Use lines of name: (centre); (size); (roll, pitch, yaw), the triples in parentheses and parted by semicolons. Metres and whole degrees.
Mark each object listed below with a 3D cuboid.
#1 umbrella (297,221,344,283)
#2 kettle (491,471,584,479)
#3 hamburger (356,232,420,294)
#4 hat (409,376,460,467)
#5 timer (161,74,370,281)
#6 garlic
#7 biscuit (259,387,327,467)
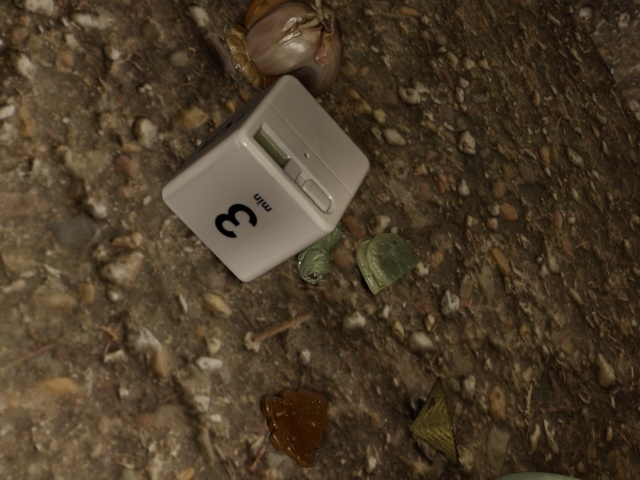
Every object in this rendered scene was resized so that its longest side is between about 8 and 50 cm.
umbrella: (0.000, 0.000, 1.604); (0.067, 0.062, 0.143); (16, 55, -1)
kettle: (0.331, 0.567, 1.481); (0.319, 0.247, 0.342); (61, 39, -41)
hamburger: (0.105, 0.031, 1.703); (0.121, 0.054, 0.084); (-36, 96, -44)
hat: (0.172, 0.293, 1.603); (0.146, 0.067, 0.146); (-13, 90, -88)
timer: (-0.077, -0.089, 1.472); (0.192, 0.195, 0.194); (47, 41, -14)
garlic: (-0.069, -0.353, 1.657); (0.207, 0.256, 0.207); (-1, 55, 1)
biscuit: (-0.031, 0.257, 1.437); (0.130, 0.019, 0.119); (-32, 90, -51)
